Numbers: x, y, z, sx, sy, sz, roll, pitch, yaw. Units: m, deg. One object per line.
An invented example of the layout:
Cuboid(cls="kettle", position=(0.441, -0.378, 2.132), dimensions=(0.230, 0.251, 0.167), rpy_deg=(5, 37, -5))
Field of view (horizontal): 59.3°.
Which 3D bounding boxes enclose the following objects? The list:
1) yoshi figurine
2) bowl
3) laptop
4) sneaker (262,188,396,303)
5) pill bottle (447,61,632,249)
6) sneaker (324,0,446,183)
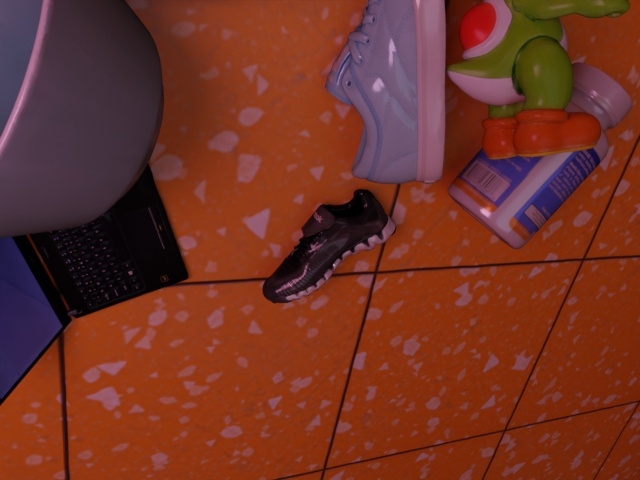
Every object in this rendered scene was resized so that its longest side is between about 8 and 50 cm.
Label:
Cuboid(cls="yoshi figurine", position=(0.273, -0.295, 0.703), dimensions=(0.203, 0.203, 0.363), rpy_deg=(-29, 109, -56))
Cuboid(cls="bowl", position=(-0.266, -0.133, 0.528), dimensions=(0.163, 0.311, 0.312), rpy_deg=(17, 112, -52))
Cuboid(cls="laptop", position=(-0.308, 0.034, 0.684), dimensions=(0.264, 0.137, 0.235), rpy_deg=(-19, 126, -13))
Cuboid(cls="sneaker", position=(0.000, 0.000, 0.850), dimensions=(0.234, 0.078, 0.106), rpy_deg=(-34, 125, -7))
Cuboid(cls="pill bottle", position=(0.342, -0.132, 0.877), dimensions=(0.152, 0.152, 0.272), rpy_deg=(33, 102, -36))
Cuboid(cls="sneaker", position=(0.075, -0.236, 0.704), dimensions=(0.149, 0.135, 0.366), rpy_deg=(-6, 113, 4))
